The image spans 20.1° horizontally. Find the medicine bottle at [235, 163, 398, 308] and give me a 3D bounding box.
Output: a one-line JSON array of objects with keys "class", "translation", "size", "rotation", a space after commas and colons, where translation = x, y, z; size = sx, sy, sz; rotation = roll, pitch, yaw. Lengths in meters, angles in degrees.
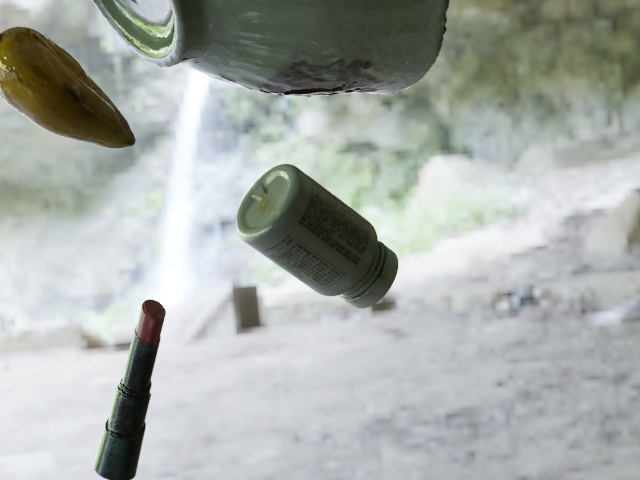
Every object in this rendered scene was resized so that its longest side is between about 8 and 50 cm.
[{"class": "medicine bottle", "translation": [0.000, 0.000, 1.577], "size": [0.140, 0.079, 0.079], "rotation": [36, -18, -31]}]

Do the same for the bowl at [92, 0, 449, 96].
[{"class": "bowl", "translation": [-0.076, -0.217, 1.236], "size": [0.157, 0.337, 0.337], "rotation": [-33, 17, -22]}]

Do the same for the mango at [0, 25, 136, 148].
[{"class": "mango", "translation": [-0.246, -0.140, 1.700], "size": [0.187, 0.066, 0.101], "rotation": [34, 19, -42]}]

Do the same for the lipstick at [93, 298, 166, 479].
[{"class": "lipstick", "translation": [-0.221, 0.176, 2.150], "size": [0.053, 0.234, 0.053], "rotation": [14, 22, -6]}]
